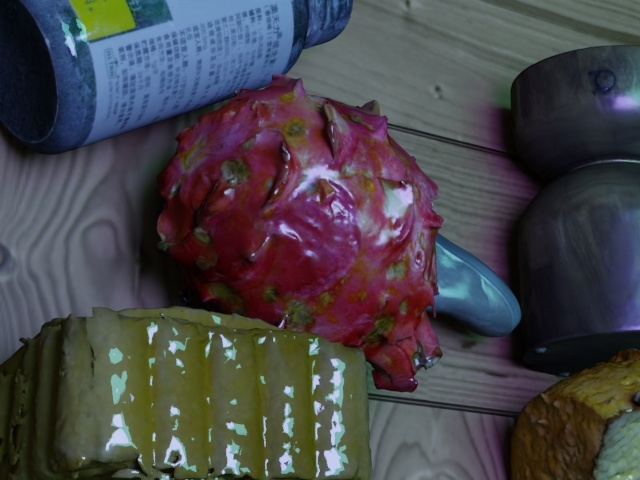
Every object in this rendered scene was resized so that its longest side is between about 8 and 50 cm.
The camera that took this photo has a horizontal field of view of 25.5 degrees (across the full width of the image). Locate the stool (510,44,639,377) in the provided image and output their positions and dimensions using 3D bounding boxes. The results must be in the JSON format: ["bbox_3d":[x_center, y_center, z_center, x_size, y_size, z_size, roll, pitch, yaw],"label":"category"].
[{"bbox_3d":[0.265,-0.020,1.279,0.179,0.179,0.264,11,70,-31],"label":"stool"}]

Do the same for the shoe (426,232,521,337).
[{"bbox_3d":[0.079,0.031,1.202,0.195,0.079,0.078,43,61,-11],"label":"shoe"}]

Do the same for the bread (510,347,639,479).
[{"bbox_3d":[0.237,0.187,1.199,0.143,0.139,0.229,-13,125,-30],"label":"bread"}]

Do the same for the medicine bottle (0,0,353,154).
[{"bbox_3d":[-0.111,-0.170,1.095,0.293,0.141,0.141,-22,88,-37],"label":"medicine bottle"}]

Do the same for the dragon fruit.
[{"bbox_3d":[0.000,0.000,1.084,0.268,0.205,0.210,48,17,-15],"label":"dragon fruit"}]

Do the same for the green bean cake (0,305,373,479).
[{"bbox_3d":[-0.103,0.125,0.958,0.229,0.224,0.131,11,69,-28],"label":"green bean cake"}]
